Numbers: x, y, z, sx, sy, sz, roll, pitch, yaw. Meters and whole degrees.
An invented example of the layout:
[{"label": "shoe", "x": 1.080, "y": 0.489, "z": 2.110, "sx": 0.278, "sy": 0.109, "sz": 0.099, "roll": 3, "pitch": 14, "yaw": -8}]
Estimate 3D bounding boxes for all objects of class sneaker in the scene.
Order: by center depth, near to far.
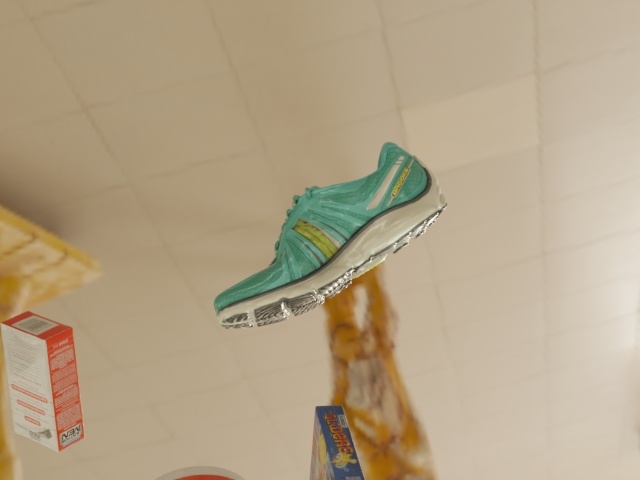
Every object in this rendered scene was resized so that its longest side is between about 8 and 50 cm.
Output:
[{"label": "sneaker", "x": 0.000, "y": 0.000, "z": 1.402, "sx": 0.275, "sy": 0.110, "sz": 0.107, "roll": -34, "pitch": 171, "yaw": -11}]

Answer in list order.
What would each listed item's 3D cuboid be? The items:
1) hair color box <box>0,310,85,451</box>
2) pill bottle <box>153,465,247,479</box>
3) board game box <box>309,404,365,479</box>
[{"label": "hair color box", "x": -0.369, "y": 0.187, "z": 1.783, "sx": 0.093, "sy": 0.167, "sz": 0.053, "roll": 16, "pitch": -153, "yaw": 36}, {"label": "pill bottle", "x": -0.133, "y": 0.437, "z": 1.612, "sx": 0.181, "sy": 0.323, "sz": 0.182, "roll": -7, "pitch": 125, "yaw": -10}, {"label": "board game box", "x": 0.021, "y": 0.299, "z": 1.514, "sx": 0.035, "sy": 0.201, "sz": 0.136, "roll": -1, "pitch": 118, "yaw": -10}]
